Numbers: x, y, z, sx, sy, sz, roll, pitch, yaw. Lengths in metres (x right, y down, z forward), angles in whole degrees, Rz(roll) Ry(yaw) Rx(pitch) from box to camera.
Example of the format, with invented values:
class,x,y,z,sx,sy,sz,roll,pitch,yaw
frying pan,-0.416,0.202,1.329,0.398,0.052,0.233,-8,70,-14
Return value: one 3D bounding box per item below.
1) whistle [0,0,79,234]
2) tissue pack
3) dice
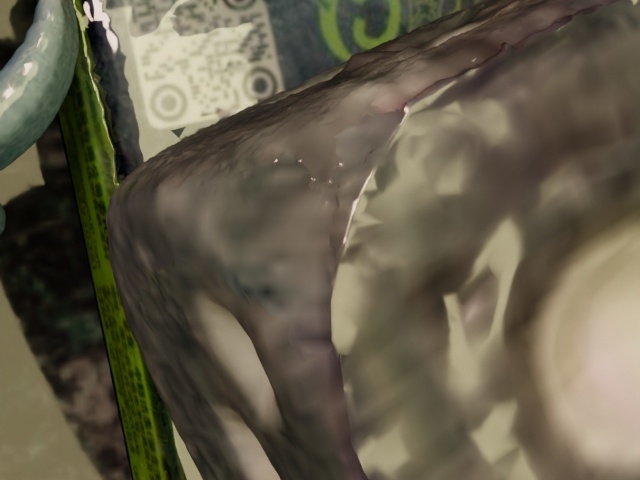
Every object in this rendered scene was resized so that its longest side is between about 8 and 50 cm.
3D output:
class,x,y,z,sx,sy,sz,roll,pitch,yaw
whistle,-0.179,-0.040,0.518,0.180,0.093,0.269,11,81,2
tissue pack,0.000,0.000,0.590,0.173,0.073,0.236,-13,94,-19
dice,0.053,0.025,0.474,0.181,0.183,0.182,-26,99,-20
